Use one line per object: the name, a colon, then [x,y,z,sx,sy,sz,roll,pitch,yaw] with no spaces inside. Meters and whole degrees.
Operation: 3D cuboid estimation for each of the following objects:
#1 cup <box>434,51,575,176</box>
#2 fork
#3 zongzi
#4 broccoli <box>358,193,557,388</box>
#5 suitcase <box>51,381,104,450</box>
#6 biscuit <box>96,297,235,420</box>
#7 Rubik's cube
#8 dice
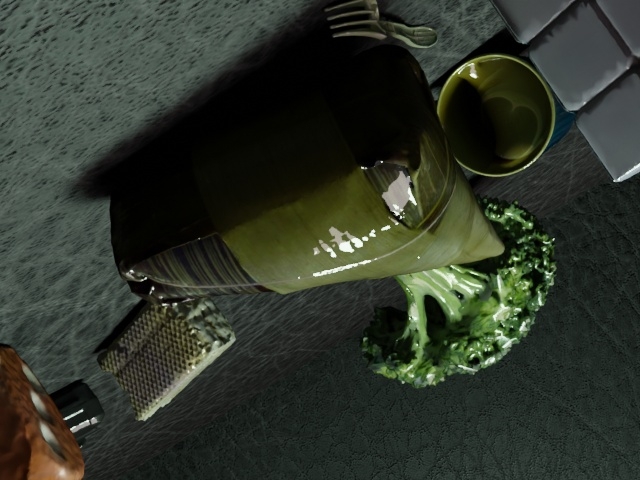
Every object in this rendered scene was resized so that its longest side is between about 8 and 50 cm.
cup: [0.196,-0.144,1.401,0.176,0.131,0.155,-4,-172,27]
fork: [0.062,-0.176,1.044,0.028,0.034,0.219,-27,173,24]
zongzi: [0.000,0.000,1.110,0.289,0.154,0.317,-21,146,14]
broccoli: [0.202,0.067,2.099,0.375,0.302,0.249,-45,-169,11]
suitcase: [-0.431,0.306,1.823,0.206,0.066,0.285,-27,169,-27]
biscuit: [-0.196,0.134,1.568,0.062,0.108,0.239,-31,171,-42]
Rubik's cube: [0.322,-0.215,1.078,0.231,0.224,0.221,-23,167,-42]
dice: [-0.363,0.226,1.320,0.175,0.174,0.179,-33,169,-4]
